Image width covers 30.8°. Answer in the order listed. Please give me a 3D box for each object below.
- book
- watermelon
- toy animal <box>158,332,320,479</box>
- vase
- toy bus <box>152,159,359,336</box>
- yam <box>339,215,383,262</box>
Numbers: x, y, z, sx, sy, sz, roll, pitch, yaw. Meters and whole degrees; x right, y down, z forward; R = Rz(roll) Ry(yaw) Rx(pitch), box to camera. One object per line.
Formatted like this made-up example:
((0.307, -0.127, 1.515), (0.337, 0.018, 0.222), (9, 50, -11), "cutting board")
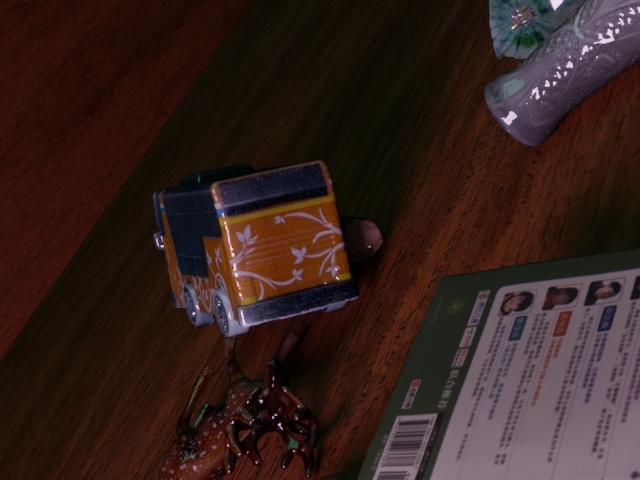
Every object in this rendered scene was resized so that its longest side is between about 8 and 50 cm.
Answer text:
((0.153, 0.083, 0.675), (0.264, 0.027, 0.202), (-12, 38, 39), "book")
((0.248, -0.314, 1.213), (0.231, 0.146, 0.128), (-50, 17, -15), "watermelon")
((-0.075, 0.179, 1.089), (0.243, 0.087, 0.260), (-56, 14, 25), "toy animal")
((0.245, -0.175, 1.023), (0.219, 0.096, 0.096), (-41, 18, 32), "vase")
((-0.080, 0.002, 1.228), (0.139, 0.167, 0.275), (-14, 4, -20), "toy bus")
((0.000, 0.000, 1.297), (0.056, 0.057, 0.241), (-53, 19, -15), "yam")
